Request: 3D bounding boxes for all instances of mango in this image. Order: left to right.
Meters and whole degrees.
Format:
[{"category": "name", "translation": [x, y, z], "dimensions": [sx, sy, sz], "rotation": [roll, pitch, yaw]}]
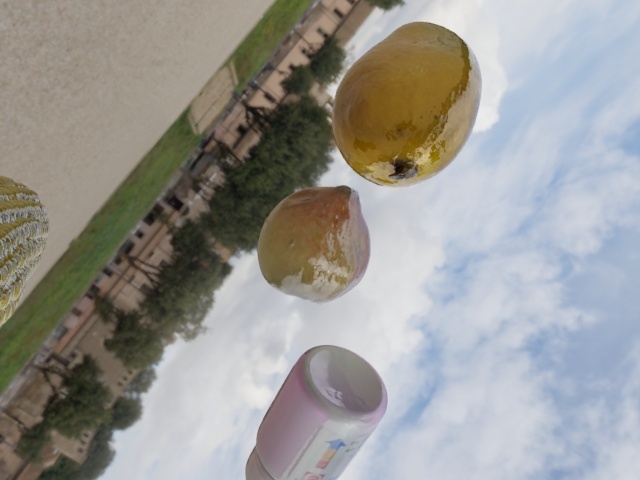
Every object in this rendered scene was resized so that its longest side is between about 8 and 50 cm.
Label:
[{"category": "mango", "translation": [0.107, -0.176, 0.750], "dimensions": [0.176, 0.119, 0.317], "rotation": [0, -135, 24]}]

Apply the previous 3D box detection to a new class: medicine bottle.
[{"category": "medicine bottle", "translation": [-0.014, 0.292, 0.942], "dimensions": [0.152, 0.152, 0.255], "rotation": [-75, -169, -57]}]

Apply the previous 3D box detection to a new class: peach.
[{"category": "peach", "translation": [0.000, 0.000, 1.130], "dimensions": [0.232, 0.232, 0.232], "rotation": [-46, -164, 17]}]

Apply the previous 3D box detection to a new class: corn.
[{"category": "corn", "translation": [-0.336, 0.012, 0.566], "dimensions": [0.144, 0.144, 0.387], "rotation": [-51, -159, -4]}]
